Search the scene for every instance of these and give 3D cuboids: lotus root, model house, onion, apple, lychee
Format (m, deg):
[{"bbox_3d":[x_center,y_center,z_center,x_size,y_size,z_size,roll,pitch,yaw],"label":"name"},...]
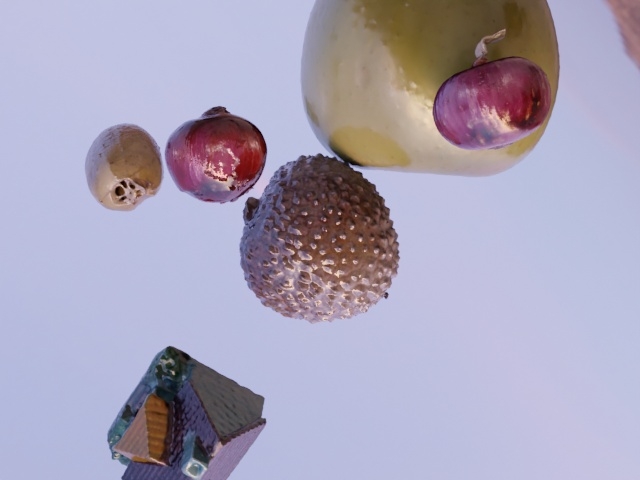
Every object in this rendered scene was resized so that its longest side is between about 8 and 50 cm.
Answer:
[{"bbox_3d":[-0.434,-0.174,2.608,0.151,0.169,0.342,55,-177,-29],"label":"lotus root"},{"bbox_3d":[-0.261,0.381,2.105,0.230,0.280,0.249,30,-158,-7],"label":"model house"},{"bbox_3d":[-0.129,-0.106,1.492,0.131,0.131,0.131,39,-155,-23],"label":"onion"},{"bbox_3d":[0.187,-0.319,2.065,0.474,0.473,0.473,39,-155,-23],"label":"apple"},{"bbox_3d":[0.251,-0.205,1.763,0.153,0.177,0.177,47,-157,-1],"label":"onion"},{"bbox_3d":[-0.001,-0.006,2.024,0.300,0.300,0.300,39,-155,-23],"label":"lychee"}]
